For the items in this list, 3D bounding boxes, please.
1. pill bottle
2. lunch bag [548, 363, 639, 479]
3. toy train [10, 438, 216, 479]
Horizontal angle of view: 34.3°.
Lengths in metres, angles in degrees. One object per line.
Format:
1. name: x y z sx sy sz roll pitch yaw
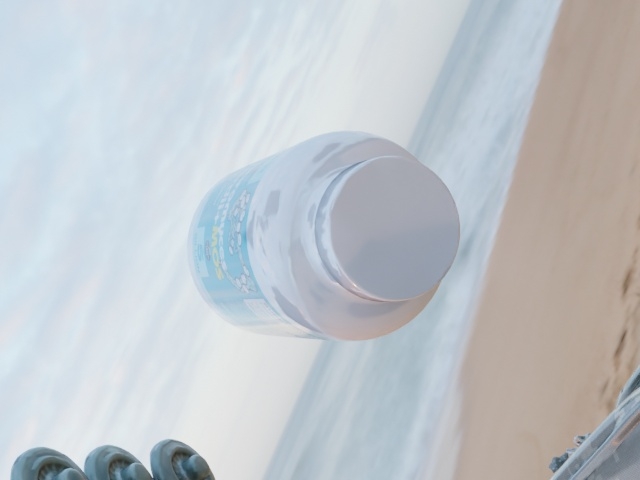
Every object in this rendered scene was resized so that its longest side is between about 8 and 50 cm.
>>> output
1. pill bottle: 0.000 0.000 0.764 0.146 0.146 0.264 -66 18 -13
2. lunch bag: 0.259 0.108 0.511 0.256 0.212 0.305 -38 -21 -27
3. toy train: -0.159 0.264 0.796 0.142 0.190 0.334 -38 -21 15
